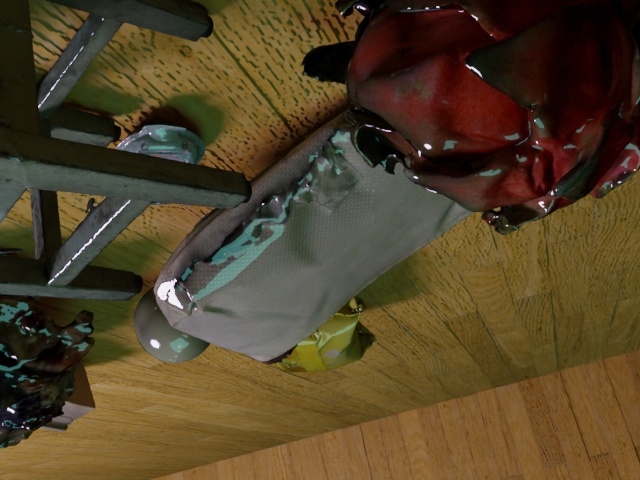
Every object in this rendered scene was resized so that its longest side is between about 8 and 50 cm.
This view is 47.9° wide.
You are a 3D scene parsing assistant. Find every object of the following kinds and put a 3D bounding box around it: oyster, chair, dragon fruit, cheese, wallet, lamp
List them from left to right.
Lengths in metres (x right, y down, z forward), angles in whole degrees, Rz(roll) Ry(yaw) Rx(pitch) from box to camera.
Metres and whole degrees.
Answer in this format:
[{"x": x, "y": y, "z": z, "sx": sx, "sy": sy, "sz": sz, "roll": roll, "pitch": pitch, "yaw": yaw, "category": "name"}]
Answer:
[{"x": -0.186, "y": -0.062, "z": 0.350, "sx": 0.270, "sy": 0.136, "sz": 0.147, "roll": 7, "pitch": 149, "yaw": -44, "category": "chair"}, {"x": -0.368, "y": 0.146, "z": 0.738, "sx": 0.221, "sy": 0.096, "sz": 0.361, "roll": 20, "pitch": 142, "yaw": -14, "category": "oyster"}, {"x": -0.123, "y": -0.056, "z": 0.547, "sx": 0.067, "sy": 0.026, "sz": 0.121, "roll": -4, "pitch": 157, "yaw": -19, "category": "cheese"}, {"x": -0.124, "y": 0.066, "z": 0.786, "sx": 0.163, "sy": 0.091, "sz": 0.091, "roll": -33, "pitch": 155, "yaw": 8, "category": "lamp"}, {"x": 0.002, "y": 0.003, "z": 0.661, "sx": 0.335, "sy": 0.068, "sz": 0.275, "roll": -37, "pitch": 154, "yaw": 13, "category": "wallet"}, {"x": 0.106, "y": -0.091, "z": 0.410, "sx": 0.188, "sy": 0.182, "sz": 0.182, "roll": -32, "pitch": 158, "yaw": -2, "category": "dragon fruit"}]

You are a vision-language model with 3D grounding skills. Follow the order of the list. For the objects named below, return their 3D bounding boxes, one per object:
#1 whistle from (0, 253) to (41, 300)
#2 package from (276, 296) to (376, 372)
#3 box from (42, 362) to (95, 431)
[{"x": -0.288, "y": 0.038, "z": 0.674, "sx": 0.035, "sy": 0.035, "sz": 0.100, "roll": -13, "pitch": 159, "yaw": 0, "category": "whistle"}, {"x": -0.013, "y": 0.124, "z": 0.963, "sx": 0.168, "sy": 0.090, "sz": 0.226, "roll": -11, "pitch": 155, "yaw": 3, "category": "package"}, {"x": -0.357, "y": 0.200, "z": 0.964, "sx": 0.062, "sy": 0.089, "sz": 0.122, "roll": -24, "pitch": 158, "yaw": 0, "category": "box"}]
